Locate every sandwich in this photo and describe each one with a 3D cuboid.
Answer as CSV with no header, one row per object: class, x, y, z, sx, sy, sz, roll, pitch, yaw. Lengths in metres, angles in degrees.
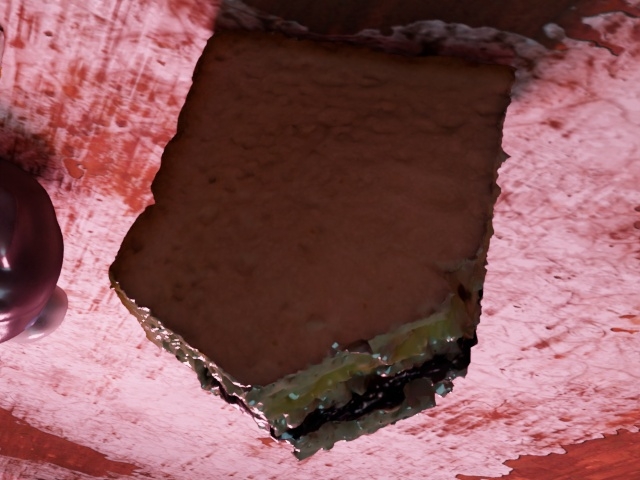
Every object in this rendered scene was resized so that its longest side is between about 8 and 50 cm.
sandwich,-0.001,0.000,0.896,0.262,0.325,0.131,8,146,10

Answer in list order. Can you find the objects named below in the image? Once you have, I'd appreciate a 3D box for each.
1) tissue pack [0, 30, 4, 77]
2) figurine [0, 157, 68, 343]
tissue pack,-0.389,-0.090,1.008,0.185,0.225,0.124,16,157,-9
figurine,-0.398,0.031,1.185,0.206,0.218,0.365,28,-158,9
